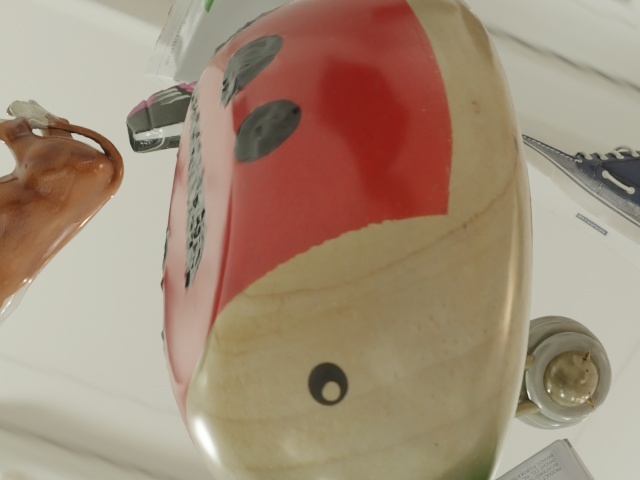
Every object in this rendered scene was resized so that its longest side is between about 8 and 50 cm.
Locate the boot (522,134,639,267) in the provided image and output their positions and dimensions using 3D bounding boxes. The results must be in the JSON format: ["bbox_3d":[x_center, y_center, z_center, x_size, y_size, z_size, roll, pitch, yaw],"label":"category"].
[{"bbox_3d":[0.253,-0.058,1.485,0.190,0.069,0.086,36,-106,-1],"label":"boot"}]

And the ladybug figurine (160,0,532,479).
[{"bbox_3d":[0.000,0.000,0.975,0.161,0.305,0.449,13,-148,-15],"label":"ladybug figurine"}]

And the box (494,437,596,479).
[{"bbox_3d":[0.075,0.267,0.761,0.231,0.262,0.127,58,-177,35],"label":"box"}]

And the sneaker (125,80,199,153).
[{"bbox_3d":[-0.076,-0.093,1.395,0.178,0.077,0.072,-10,-148,2],"label":"sneaker"}]

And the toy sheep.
[{"bbox_3d":[0.164,0.095,1.173,0.091,0.091,0.132,20,-177,-12],"label":"toy sheep"}]

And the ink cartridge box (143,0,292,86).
[{"bbox_3d":[-0.094,-0.212,1.598,0.093,0.154,0.212,23,-179,-18],"label":"ink cartridge box"}]

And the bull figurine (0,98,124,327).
[{"bbox_3d":[-0.332,-0.003,1.586,0.188,0.310,0.101,44,175,20],"label":"bull figurine"}]
